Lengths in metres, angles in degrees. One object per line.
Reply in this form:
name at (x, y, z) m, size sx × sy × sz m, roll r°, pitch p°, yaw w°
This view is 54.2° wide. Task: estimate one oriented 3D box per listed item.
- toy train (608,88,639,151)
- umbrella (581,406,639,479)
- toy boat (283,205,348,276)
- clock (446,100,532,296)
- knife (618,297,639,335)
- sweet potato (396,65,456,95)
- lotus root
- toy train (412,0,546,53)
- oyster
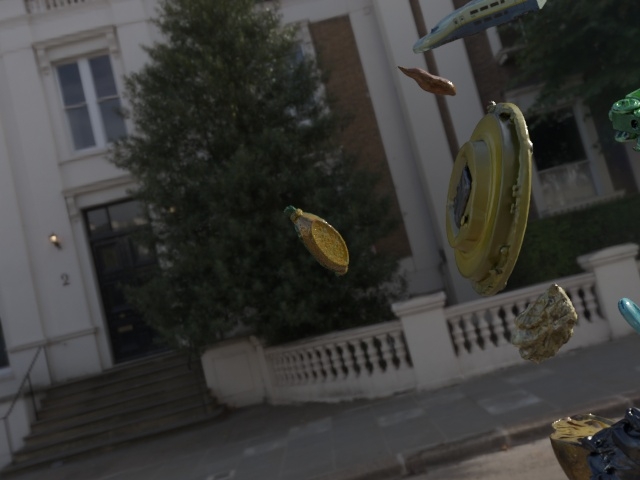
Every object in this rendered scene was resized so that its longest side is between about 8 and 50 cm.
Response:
toy train at (0.577, -0.189, 0.990) m, size 0.119 × 0.085 × 0.251 m, roll -27°, pitch 29°, yaw -10°
umbrella at (0.333, 0.161, 0.565) m, size 0.224 × 0.071 × 0.080 m, roll -47°, pitch 14°, yaw 29°
toy boat at (0.000, 0.000, 1.554) m, size 0.089 × 0.229 × 0.088 m, roll -44°, pitch 14°, yaw -21°
clock at (0.190, -0.050, 0.756) m, size 0.057 × 0.236 × 0.237 m, roll 6°, pitch -6°, yaw -1°
knife at (0.539, 0.170, 0.975) m, size 0.031 × 0.222 × 0.064 m, roll -38°, pitch 12°, yaw 33°
sweet potato at (0.302, -0.457, 1.782) m, size 0.195 × 0.056 × 0.056 m, roll 24°, pitch -14°, yaw -10°
lotus root at (0.658, 0.536, 1.522) m, size 0.188 × 0.179 × 0.199 m, roll -10°, pitch 7°, yaw -26°
toy train at (0.251, -0.371, 1.044) m, size 0.234 × 0.051 × 0.052 m, roll -9°, pitch 28°, yaw 39°
oyster at (0.507, 0.199, 1.388) m, size 0.209 × 0.133 × 0.072 m, roll -58°, pitch 4°, yaw 28°
